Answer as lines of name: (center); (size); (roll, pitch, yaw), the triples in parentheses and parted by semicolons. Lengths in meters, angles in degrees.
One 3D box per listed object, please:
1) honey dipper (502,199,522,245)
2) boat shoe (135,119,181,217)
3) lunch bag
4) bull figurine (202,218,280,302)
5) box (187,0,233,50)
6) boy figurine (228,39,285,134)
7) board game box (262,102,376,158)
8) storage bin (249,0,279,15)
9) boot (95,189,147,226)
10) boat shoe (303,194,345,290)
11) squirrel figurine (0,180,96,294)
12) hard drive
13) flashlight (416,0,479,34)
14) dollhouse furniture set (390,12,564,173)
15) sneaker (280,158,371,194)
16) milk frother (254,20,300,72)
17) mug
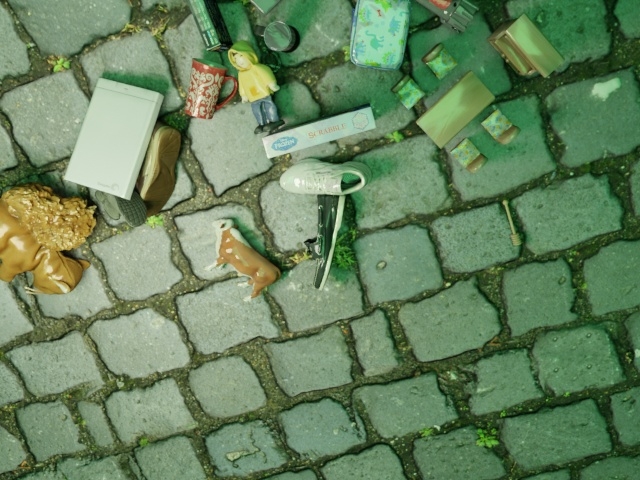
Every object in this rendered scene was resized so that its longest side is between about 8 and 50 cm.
honey dipper: (0.644, -0.062, 1.851); (0.030, 0.030, 0.161); (-19, 100, 10)
boat shoe: (-0.571, -0.242, 1.854); (0.123, 0.123, 0.342); (34, 121, 25)
lunch bag: (0.178, -0.638, 1.676); (0.175, 0.090, 0.219); (7, 107, 1)
bull figurine: (-0.289, 0.067, 1.922); (0.310, 0.101, 0.188); (42, 109, -6)
box: (-0.342, -0.686, 1.656); (0.051, 0.175, 0.220); (-18, 105, 10)
boy figurine: (-0.199, -0.486, 1.725); (0.177, 0.092, 0.285); (4, 121, 44)
board game box: (0.006, -0.339, 1.662); (0.317, 0.319, 0.066); (-15, 104, 8)
storage bin: (-0.161, -0.758, 1.669); (0.135, 0.098, 0.091); (-42, 110, 14)
boot: (-0.676, -0.116, 1.857); (0.247, 0.083, 0.161); (53, 141, 14)
boat shoe: (0.000, 0.000, 1.865); (0.113, 0.127, 0.340); (12, 106, 2)
squirrel figurine: (-0.950, 0.009, 1.870); (0.397, 0.281, 0.370); (-39, 107, 16)
hard drive: (-0.668, -0.331, 1.770); (0.232, 0.047, 0.353); (17, 87, 13)
flashlight: (0.319, -0.733, 1.595); (0.304, 0.103, 0.103); (31, 98, -3)
dollhouse furniture set: (0.471, -0.449, 1.625); (0.362, 0.256, 0.394); (44, 105, -9)
sneaker: (0.013, -0.205, 1.788); (0.304, 0.152, 0.114); (-5, 109, 7)
milk frother: (-0.137, -0.593, 1.689); (0.129, 0.135, 0.143); (2, 106, 10)
mug: (-0.356, -0.478, 1.756); (0.150, 0.113, 0.169); (19, 111, 0)
